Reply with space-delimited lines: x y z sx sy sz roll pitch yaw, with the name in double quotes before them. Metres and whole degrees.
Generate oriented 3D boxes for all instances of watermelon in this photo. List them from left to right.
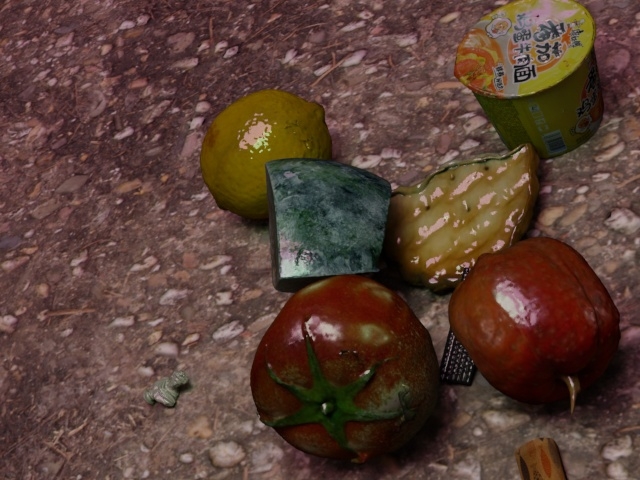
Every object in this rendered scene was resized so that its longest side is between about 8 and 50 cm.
"watermelon" 0.000 0.000 2.145 0.228 0.258 0.387 8 34 -7

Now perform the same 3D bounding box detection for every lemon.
"lemon" -0.107 -0.170 2.381 0.267 0.267 0.267 -17 45 18

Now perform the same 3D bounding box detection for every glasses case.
"glasses case" 0.333 0.371 1.766 0.065 0.041 0.170 -22 44 13

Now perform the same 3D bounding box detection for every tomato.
"tomato" 0.040 0.197 1.927 0.303 0.303 0.239 -11 29 23

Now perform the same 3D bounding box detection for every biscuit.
"biscuit" 0.238 -0.051 2.192 0.335 0.078 0.329 12 62 39

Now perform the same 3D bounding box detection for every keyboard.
"keyboard" 0.246 0.141 2.014 0.061 0.013 0.204 6 69 29

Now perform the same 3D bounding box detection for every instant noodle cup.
"instant noodle cup" 0.402 -0.291 2.213 0.264 0.200 0.264 -16 46 18

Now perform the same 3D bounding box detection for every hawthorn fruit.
"hawthorn fruit" 0.331 0.122 1.854 0.262 0.258 0.258 24 66 29

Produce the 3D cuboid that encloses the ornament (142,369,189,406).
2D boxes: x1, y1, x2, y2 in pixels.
"ornament" -0.283 0.274 2.234 0.092 0.041 0.068 -48 38 -2
